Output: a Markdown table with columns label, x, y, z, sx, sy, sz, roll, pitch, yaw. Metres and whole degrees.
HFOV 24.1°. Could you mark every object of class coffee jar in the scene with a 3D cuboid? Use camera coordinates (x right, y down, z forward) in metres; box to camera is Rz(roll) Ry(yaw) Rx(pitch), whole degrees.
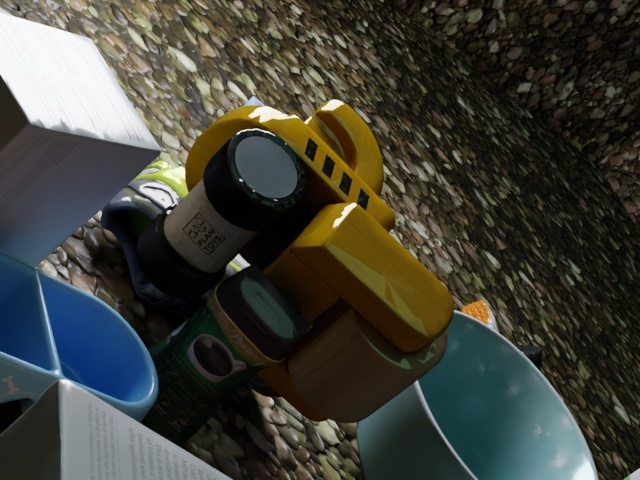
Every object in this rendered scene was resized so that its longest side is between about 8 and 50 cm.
| label | x | y | z | sx | sy | sz | roll | pitch | yaw |
| --- | --- | --- | --- | --- | --- | --- | --- | --- | --- |
| coffee jar | -0.103 | 0.109 | 1.445 | 0.096 | 0.184 | 0.079 | 49 | 21 | -2 |

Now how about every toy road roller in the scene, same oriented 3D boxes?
| label | x | y | z | sx | sy | sz | roll | pitch | yaw |
| --- | --- | --- | --- | --- | --- | --- | --- | --- | --- |
| toy road roller | 0.000 | 0.000 | 1.559 | 0.329 | 0.202 | 0.240 | 45 | 45 | -3 |

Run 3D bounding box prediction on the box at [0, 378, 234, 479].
| label | x | y | z | sx | sy | sz | roll | pitch | yaw |
| --- | --- | --- | --- | --- | --- | --- | --- | --- | --- |
| box | -0.116 | 0.288 | 1.049 | 0.345 | 0.215 | 0.168 | 38 | 22 | -31 |

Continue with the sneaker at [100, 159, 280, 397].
| label | x | y | z | sx | sy | sz | roll | pitch | yaw |
| --- | --- | --- | --- | --- | --- | --- | --- | --- | --- |
| sneaker | -0.136 | 0.055 | 1.635 | 0.300 | 0.111 | 0.121 | 50 | 36 | 7 |

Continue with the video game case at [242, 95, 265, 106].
| label | x | y | z | sx | sy | sz | roll | pitch | yaw |
| --- | --- | --- | --- | --- | --- | --- | --- | --- | --- |
| video game case | -0.027 | -0.050 | 2.081 | 0.244 | 0.061 | 0.269 | 42 | 21 | -23 |

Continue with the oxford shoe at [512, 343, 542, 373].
| label | x | y | z | sx | sy | sz | roll | pitch | yaw |
| --- | --- | --- | --- | --- | --- | --- | --- | --- | --- |
| oxford shoe | 0.210 | 0.189 | 2.028 | 0.083 | 0.227 | 0.096 | -11 | 97 | -32 |

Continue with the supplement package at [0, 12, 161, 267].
| label | x | y | z | sx | sy | sz | roll | pitch | yaw |
| --- | --- | --- | --- | --- | --- | --- | --- | --- | --- |
| supplement package | -0.299 | -0.089 | 1.380 | 0.149 | 0.194 | 0.203 | 57 | 20 | 18 |

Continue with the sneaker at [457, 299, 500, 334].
| label | x | y | z | sx | sy | sz | roll | pitch | yaw |
| --- | --- | --- | --- | --- | --- | --- | --- | --- | --- |
| sneaker | 0.242 | 0.204 | 2.164 | 0.121 | 0.099 | 0.262 | 45 | 26 | -35 |

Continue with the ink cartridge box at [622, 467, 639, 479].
| label | x | y | z | sx | sy | sz | roll | pitch | yaw |
| --- | --- | --- | --- | --- | --- | --- | --- | --- | --- |
| ink cartridge box | 0.528 | 0.457 | 2.115 | 0.121 | 0.211 | 0.289 | 21 | 35 | -56 |

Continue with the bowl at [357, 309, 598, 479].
| label | x | y | z | sx | sy | sz | roll | pitch | yaw |
| --- | --- | --- | --- | --- | --- | --- | --- | --- | --- |
| bowl | 0.162 | 0.249 | 1.756 | 0.312 | 0.163 | 0.311 | 34 | 31 | -24 |

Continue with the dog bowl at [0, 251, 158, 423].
| label | x | y | z | sx | sy | sz | roll | pitch | yaw |
| --- | --- | --- | --- | --- | --- | --- | --- | --- | --- |
| dog bowl | -0.260 | 0.092 | 1.312 | 0.297 | 0.074 | 0.166 | 31 | 26 | -43 |
